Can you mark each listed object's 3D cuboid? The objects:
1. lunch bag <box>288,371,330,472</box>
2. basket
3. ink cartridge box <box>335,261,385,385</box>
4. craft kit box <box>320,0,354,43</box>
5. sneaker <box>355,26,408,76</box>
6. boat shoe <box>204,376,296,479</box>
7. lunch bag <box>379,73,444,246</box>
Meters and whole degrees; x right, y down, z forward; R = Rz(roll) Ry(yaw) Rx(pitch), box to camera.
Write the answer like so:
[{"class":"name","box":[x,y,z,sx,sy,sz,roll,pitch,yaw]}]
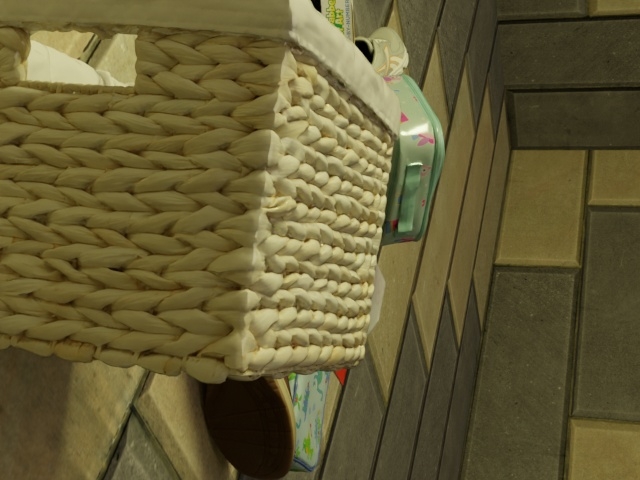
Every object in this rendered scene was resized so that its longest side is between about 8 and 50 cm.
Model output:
[{"class":"lunch bag","box":[-0.046,0.230,1.450,0.176,0.090,0.219,53,42,-61]},{"class":"basket","box":[-0.131,-0.039,0.803,0.331,0.328,0.267,14,82,-72]},{"class":"ink cartridge box","box":[0.066,0.134,1.846,0.189,0.066,0.232,65,28,-55]},{"class":"craft kit box","box":[0.030,-0.363,1.587,0.250,0.060,0.247,-85,174,-75]},{"class":"sneaker","box":[0.099,-0.351,1.842,0.262,0.099,0.121,-71,151,-46]},{"class":"boat shoe","box":[-0.088,0.154,1.275,0.123,0.123,0.342,-55,137,-57]},{"class":"lunch bag","box":[0.129,-0.134,1.725,0.224,0.107,0.279,-117,-156,-42]}]
